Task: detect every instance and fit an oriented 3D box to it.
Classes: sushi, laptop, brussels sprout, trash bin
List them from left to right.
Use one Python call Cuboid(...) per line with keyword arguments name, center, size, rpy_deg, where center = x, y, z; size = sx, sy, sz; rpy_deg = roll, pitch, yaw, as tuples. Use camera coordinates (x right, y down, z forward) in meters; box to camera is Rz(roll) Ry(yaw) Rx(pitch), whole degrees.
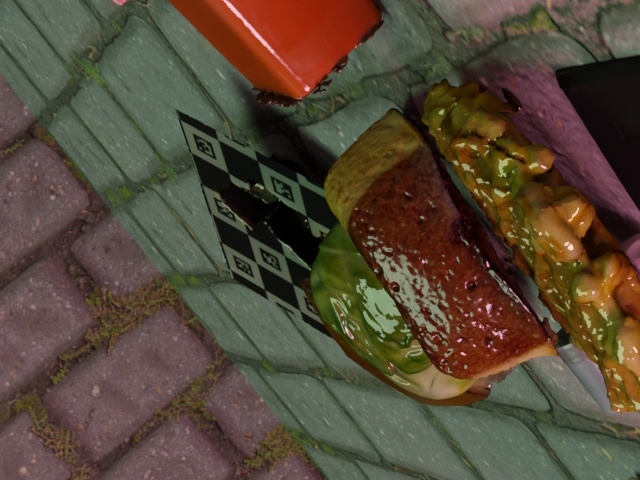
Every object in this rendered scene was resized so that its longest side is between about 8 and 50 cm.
Cuboid(name="trash bin", center=(-0.063, -0.240, 1.264), size=(0.239, 0.161, 0.184), rpy_deg=(48, 169, -26))
Cuboid(name="sushi", center=(0.000, 0.000, 1.845), size=(0.343, 0.064, 0.359), rpy_deg=(29, 152, 28))
Cuboid(name="brussels sprout", center=(0.099, 0.050, 1.513), size=(0.223, 0.161, 0.223), rpy_deg=(23, 147, 16))
Cuboid(name="laptop", center=(0.239, -0.069, 1.031), size=(0.135, 0.016, 0.197), rpy_deg=(54, 166, -12))

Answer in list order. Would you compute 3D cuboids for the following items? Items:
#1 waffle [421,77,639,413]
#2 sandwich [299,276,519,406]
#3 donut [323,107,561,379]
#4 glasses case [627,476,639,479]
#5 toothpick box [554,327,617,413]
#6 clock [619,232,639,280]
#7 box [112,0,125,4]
Cuboid(name="waffle", center=(0.184, 0.003, 1.183), size=(0.302, 0.068, 0.325), rpy_deg=(56, 179, -28))
Cuboid(name="sandwich", center=(0.098, 0.108, 1.683), size=(0.258, 0.094, 0.096), rpy_deg=(33, 150, 20))
Cuboid(name="donut", center=(0.084, -0.007, 1.312), size=(0.295, 0.112, 0.151), rpy_deg=(56, -176, 35))
Cuboid(name="glasses case", center=(0.353, 0.286, 1.598), size=(0.083, 0.021, 0.032), rpy_deg=(57, 166, -26))
Cuboid(name="toothpick box", center=(0.258, 0.113, 1.376), size=(0.083, 0.052, 0.052), rpy_deg=(52, 166, -11))
Cuboid(name="clock", center=(0.280, 0.052, 1.162), size=(0.129, 0.041, 0.087), rpy_deg=(48, 170, 26))
Cuboid(name="box", center=(-0.126, -0.362, 0.802), size=(0.314, 0.300, 0.312), rpy_deg=(35, 159, 47))
